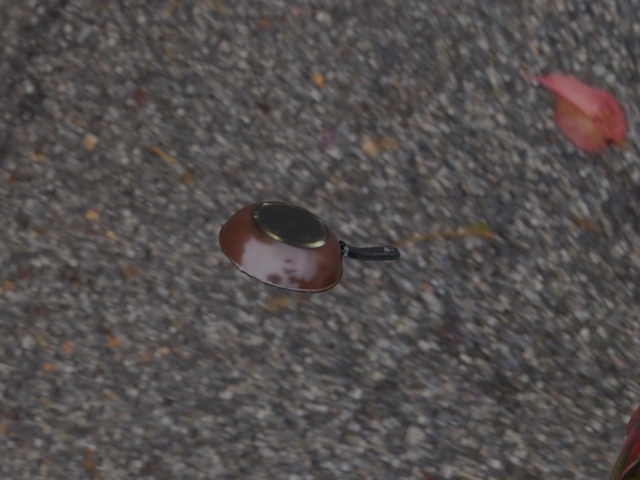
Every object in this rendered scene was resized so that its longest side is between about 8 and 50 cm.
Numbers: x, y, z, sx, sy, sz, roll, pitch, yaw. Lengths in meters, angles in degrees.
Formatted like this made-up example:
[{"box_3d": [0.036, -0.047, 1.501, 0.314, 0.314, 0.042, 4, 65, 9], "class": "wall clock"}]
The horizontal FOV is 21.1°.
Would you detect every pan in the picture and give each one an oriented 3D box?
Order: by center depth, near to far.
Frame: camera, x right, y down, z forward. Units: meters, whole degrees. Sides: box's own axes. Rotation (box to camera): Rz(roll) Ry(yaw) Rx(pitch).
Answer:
[{"box_3d": [0.000, -0.001, 0.907, 0.068, 0.115, 0.023, 47, 125, 39], "class": "pan"}]

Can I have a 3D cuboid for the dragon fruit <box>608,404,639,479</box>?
[{"box_3d": [0.297, 0.193, 1.085, 0.231, 0.302, 0.237, 2, 85, 20], "class": "dragon fruit"}]
